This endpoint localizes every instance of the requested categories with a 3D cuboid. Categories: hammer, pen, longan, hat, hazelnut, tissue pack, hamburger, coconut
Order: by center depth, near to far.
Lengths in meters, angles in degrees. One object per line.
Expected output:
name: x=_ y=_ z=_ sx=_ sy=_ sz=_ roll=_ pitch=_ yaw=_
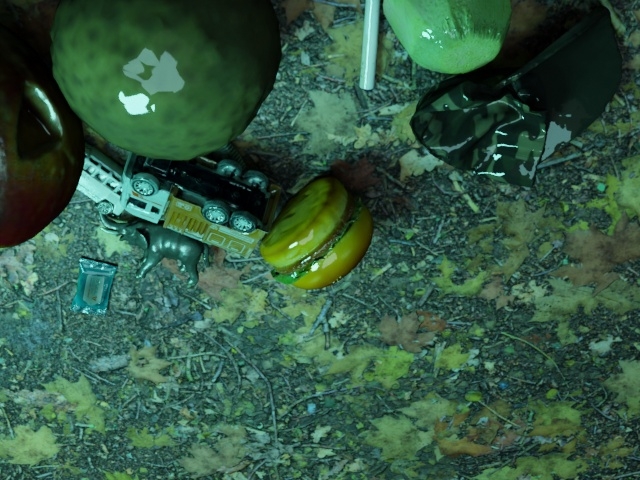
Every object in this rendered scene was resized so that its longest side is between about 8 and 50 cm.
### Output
longan: x=-0.262 y=-0.330 z=1.673 sx=0.390 sy=0.391 sz=0.391 roll=-1 pitch=125 yaw=-1
coconut: x=0.227 y=-0.415 z=1.727 sx=0.235 sy=0.236 sz=0.204 roll=-14 pitch=157 yaw=7
hazelnut: x=-0.617 y=-0.194 z=1.741 sx=0.429 sy=0.402 sz=0.402 roll=26 pitch=130 yaw=29
pen: x=0.096 y=-0.408 z=1.825 sx=0.033 sy=0.033 sz=0.269 roll=1 pitch=124 yaw=-3
hat: x=0.380 y=-0.298 z=1.861 sx=0.382 sy=0.257 sz=0.366 roll=-54 pitch=146 yaw=-9
hammer: x=-0.200 y=-0.180 z=1.967 sx=0.158 sy=0.041 sz=0.227 roll=-20 pitch=122 yaw=14
hamburger: x=0.001 y=-0.001 z=1.978 sx=0.170 sy=0.246 sz=0.246 roll=42 pitch=114 yaw=-16
tissue pack: x=-0.508 y=0.104 z=2.161 sx=0.085 sy=0.028 sz=0.138 roll=12 pitch=119 yaw=-14

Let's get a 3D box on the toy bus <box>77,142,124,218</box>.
toy bus: x=-0.464 y=-0.136 z=1.965 sx=0.194 sy=0.087 sz=0.089 roll=37 pitch=110 yaw=-23

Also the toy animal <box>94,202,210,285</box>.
toy animal: x=-0.364 y=0.011 z=2.071 sx=0.269 sy=0.082 sz=0.137 roll=16 pitch=120 yaw=-8

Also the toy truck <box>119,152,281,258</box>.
toy truck: x=-0.248 y=-0.083 z=1.934 sx=0.305 sy=0.136 sz=0.162 roll=21 pitch=141 yaw=-10
